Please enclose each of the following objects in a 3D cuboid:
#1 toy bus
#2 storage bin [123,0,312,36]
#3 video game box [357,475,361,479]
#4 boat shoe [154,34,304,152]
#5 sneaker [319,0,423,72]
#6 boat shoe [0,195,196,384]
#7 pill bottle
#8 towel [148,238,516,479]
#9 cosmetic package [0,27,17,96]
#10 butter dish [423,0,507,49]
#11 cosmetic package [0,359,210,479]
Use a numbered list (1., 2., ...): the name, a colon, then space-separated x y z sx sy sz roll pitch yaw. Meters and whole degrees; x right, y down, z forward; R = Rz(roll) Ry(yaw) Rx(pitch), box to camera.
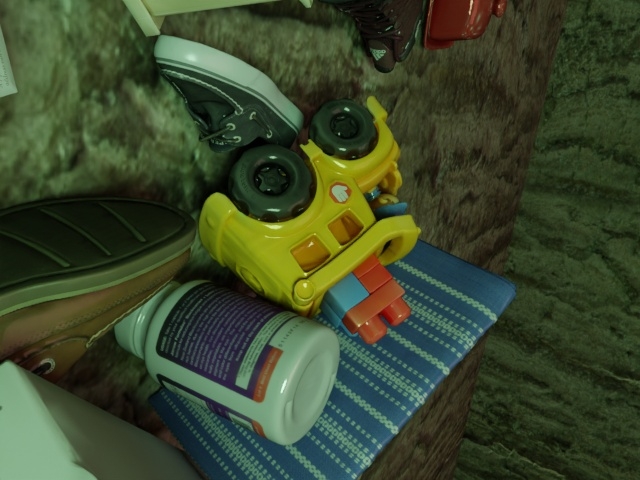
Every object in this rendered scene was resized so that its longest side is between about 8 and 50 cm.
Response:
1. toy bus: 0.023 -0.008 0.612 0.220 0.211 0.149 -38 165 -22
2. storage bin: -0.077 -0.314 0.347 0.262 0.123 0.260 60 35 -57
3. video game box: 0.026 0.488 1.206 0.205 0.048 0.187 -65 152 -16
4. boat shoe: -0.084 -0.118 0.579 0.228 0.080 0.076 18 89 -73
5. sneaker: 0.074 -0.278 0.757 0.281 0.106 0.162 -43 144 -48
6. boat shoe: -0.214 0.055 0.400 0.307 0.111 0.104 -25 132 -45
7. pill bottle: -0.089 0.098 0.557 0.108 0.194 0.108 -43 143 -46
8. towel: 0.009 0.113 0.629 0.336 0.243 0.040 -43 135 -19
9. cosmetic package: -0.223 -0.174 0.274 0.099 0.060 0.239 -40 139 -47
10. butter dish: 0.250 -0.396 1.017 0.160 0.118 0.160 -30 132 -54
11. cosmetic package: -0.143 0.246 0.434 0.155 0.197 0.365 -39 155 -13
